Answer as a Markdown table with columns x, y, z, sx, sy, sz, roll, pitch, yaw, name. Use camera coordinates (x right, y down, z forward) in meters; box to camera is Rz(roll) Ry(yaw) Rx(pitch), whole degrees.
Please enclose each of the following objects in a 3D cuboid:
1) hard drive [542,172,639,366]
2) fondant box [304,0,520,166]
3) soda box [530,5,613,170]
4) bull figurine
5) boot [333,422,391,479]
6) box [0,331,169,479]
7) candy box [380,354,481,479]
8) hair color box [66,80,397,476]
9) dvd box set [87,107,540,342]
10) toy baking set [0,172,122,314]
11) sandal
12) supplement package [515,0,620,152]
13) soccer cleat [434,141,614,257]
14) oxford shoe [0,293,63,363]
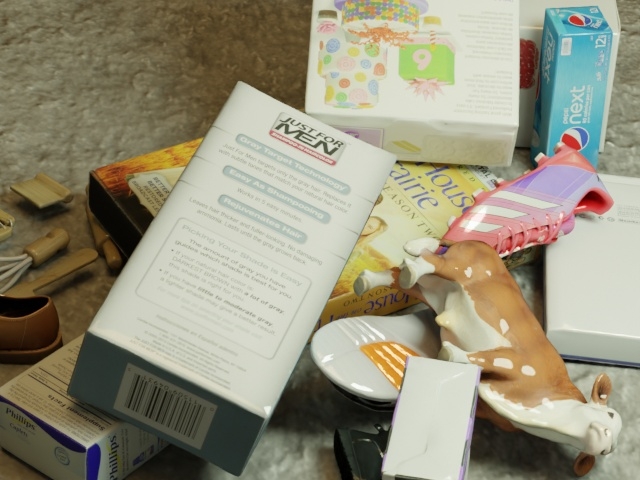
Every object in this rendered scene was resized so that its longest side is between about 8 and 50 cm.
| x | y | z | sx | sy | sz | roll | pitch | yaw | name |
| --- | --- | --- | --- | --- | --- | --- | --- | --- | --- |
| 0.353 | 0.030 | 2.080 | 0.210 | 0.040 | 0.318 | 7 | 34 | 2 | hard drive |
| 0.109 | -0.252 | 2.167 | 0.238 | 0.096 | 0.330 | 4 | 59 | 1 | fondant box |
| 0.296 | -0.169 | 2.220 | 0.067 | 0.210 | 0.071 | -3 | 34 | -8 | soda box |
| 0.167 | 0.110 | 1.835 | 0.188 | 0.101 | 0.310 | 7 | 36 | -35 | bull figurine |
| 0.070 | 0.217 | 1.790 | 0.099 | 0.045 | 0.121 | 0 | 34 | -11 | boot |
| -0.223 | 0.168 | 1.812 | 0.126 | 0.072 | 0.137 | 26 | 40 | 29 | box |
| 0.090 | 0.229 | 1.635 | 0.070 | 0.196 | 0.165 | 8 | 35 | 7 | candy box |
| -0.080 | 0.028 | 1.833 | 0.185 | 0.113 | 0.374 | 26 | 49 | 2 | hair color box |
| -0.005 | -0.027 | 2.095 | 0.420 | 0.062 | 0.307 | -18 | 47 | -28 | dvd box set |
| -0.317 | 0.006 | 2.085 | 0.197 | 0.030 | 0.256 | -12 | 37 | -15 | toy baking set |
| 0.080 | 0.131 | 1.897 | 0.265 | 0.076 | 0.102 | -7 | 53 | -50 | sandal |
| 0.216 | -0.235 | 2.341 | 0.293 | 0.177 | 0.175 | 3 | 35 | 2 | supplement package |
| 0.220 | -0.023 | 2.032 | 0.095 | 0.083 | 0.248 | 46 | 52 | 14 | soccer cleat |
| -0.374 | 0.086 | 1.922 | 0.212 | 0.076 | 0.076 | -6 | 37 | -10 | oxford shoe |
